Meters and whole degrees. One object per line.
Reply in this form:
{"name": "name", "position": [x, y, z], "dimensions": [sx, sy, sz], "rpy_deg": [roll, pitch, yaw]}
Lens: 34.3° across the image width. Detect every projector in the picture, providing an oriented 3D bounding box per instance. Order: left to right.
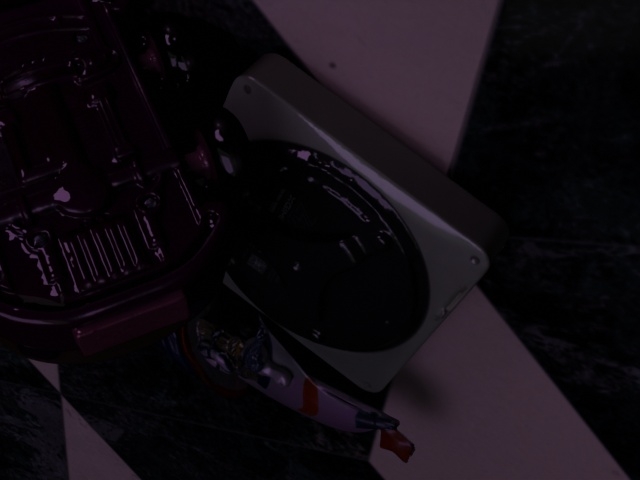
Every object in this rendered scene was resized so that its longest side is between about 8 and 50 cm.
{"name": "projector", "position": [0.000, 0.000, 0.926], "dimensions": [0.259, 0.079, 0.257], "rpy_deg": [37, 140, 5]}

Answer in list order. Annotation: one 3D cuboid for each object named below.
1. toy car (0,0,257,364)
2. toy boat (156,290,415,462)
{"name": "toy car", "position": [-0.208, -0.038, 0.880], "dimensions": [0.240, 0.271, 0.340], "rpy_deg": [95, 153, -60]}
{"name": "toy boat", "position": [-0.049, 0.140, 1.082], "dimensions": [0.318, 0.072, 0.219], "rpy_deg": [33, 154, 2]}
